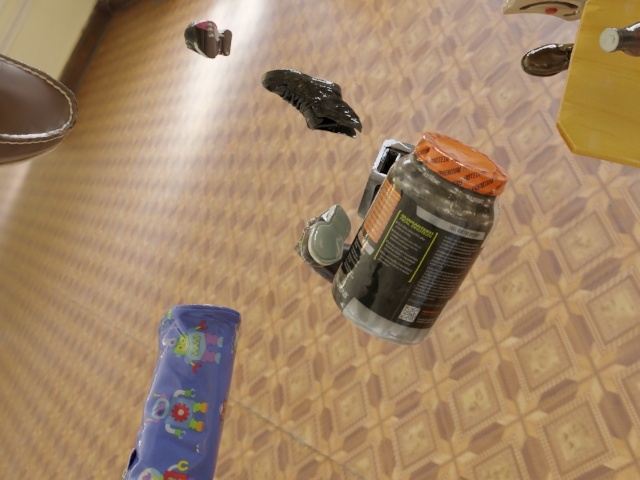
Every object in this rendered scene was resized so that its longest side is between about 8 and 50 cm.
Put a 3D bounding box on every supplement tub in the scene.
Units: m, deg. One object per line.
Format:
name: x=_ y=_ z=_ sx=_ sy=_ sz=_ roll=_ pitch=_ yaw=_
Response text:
supplement tub: x=0.173 y=-0.003 z=1.272 sx=0.338 sy=0.207 sz=0.207 roll=-63 pitch=29 yaw=24

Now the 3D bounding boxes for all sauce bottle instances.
sauce bottle: x=0.369 y=-0.227 z=0.823 sx=0.042 sy=0.128 sz=0.042 roll=29 pitch=125 yaw=53

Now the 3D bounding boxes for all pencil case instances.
pencil case: x=-0.202 y=0.241 z=1.074 sx=0.119 sy=0.133 sz=0.306 roll=94 pitch=-175 yaw=-71

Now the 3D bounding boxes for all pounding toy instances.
pounding toy: x=0.582 y=-0.630 z=1.770 sx=0.269 sy=0.154 sz=0.155 roll=1 pitch=85 yaw=10

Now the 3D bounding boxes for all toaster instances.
toaster: x=0.185 y=-0.111 z=1.523 sx=0.110 sy=0.168 sz=0.186 roll=104 pitch=-171 yaw=-46

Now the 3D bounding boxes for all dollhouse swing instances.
dollhouse swing: x=0.594 y=-0.226 z=1.265 sx=0.304 sy=0.315 sz=0.347 roll=11 pitch=80 yaw=24

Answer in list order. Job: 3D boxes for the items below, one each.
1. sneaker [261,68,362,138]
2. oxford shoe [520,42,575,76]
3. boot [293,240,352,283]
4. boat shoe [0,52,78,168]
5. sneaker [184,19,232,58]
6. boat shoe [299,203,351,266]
sneaker: x=-0.014 y=-0.223 z=1.203 sx=0.051 sy=0.170 sz=0.089 roll=136 pitch=137 yaw=-57
oxford shoe: x=0.615 y=-0.463 z=1.818 sx=0.096 sy=0.227 sz=0.083 roll=-175 pitch=75 yaw=-88
boot: x=0.181 y=-0.056 z=2.028 sx=0.445 sy=0.367 sz=0.146 roll=-51 pitch=39 yaw=7
boat shoe: x=-0.339 y=-0.133 z=0.614 sx=0.096 sy=0.324 sz=0.117 roll=-15 pitch=77 yaw=36
sneaker: x=-0.235 y=-0.389 z=1.429 sx=0.178 sy=0.077 sz=0.072 roll=-26 pitch=-59 yaw=-77
boat shoe: x=0.000 y=0.000 z=1.380 sx=0.068 sy=0.081 sz=0.228 roll=-26 pitch=11 yaw=22
